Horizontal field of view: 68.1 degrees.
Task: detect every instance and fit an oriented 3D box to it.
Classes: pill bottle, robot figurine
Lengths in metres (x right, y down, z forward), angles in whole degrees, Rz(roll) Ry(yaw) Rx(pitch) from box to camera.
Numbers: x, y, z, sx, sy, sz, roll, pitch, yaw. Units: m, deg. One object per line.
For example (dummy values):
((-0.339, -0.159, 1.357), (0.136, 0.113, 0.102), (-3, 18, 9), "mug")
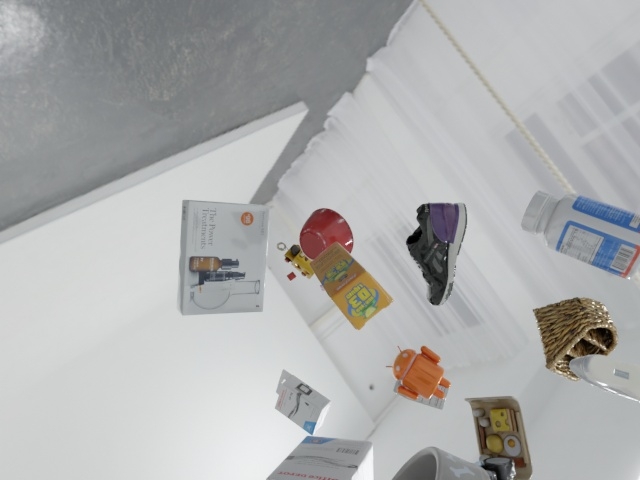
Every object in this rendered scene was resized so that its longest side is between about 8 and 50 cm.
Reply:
((0.528, -0.022, 0.944), (0.124, 0.221, 0.124), (-37, 142, -36), "pill bottle")
((0.342, 0.465, 1.651), (0.128, 0.219, 0.158), (-39, 155, -53), "robot figurine")

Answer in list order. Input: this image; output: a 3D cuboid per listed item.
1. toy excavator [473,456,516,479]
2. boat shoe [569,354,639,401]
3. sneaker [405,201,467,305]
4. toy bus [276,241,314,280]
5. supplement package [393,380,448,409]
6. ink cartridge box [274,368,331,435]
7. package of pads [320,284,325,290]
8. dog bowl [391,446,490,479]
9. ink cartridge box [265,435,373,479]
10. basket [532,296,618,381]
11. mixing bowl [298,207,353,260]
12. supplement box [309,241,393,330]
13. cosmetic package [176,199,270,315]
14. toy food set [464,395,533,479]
((0.507, 0.904, 1.724), (0.445, 0.223, 0.432), (-18, 164, 41), "toy excavator")
((0.553, 0.260, 0.888), (0.063, 0.184, 0.066), (146, -42, -70), "boat shoe")
((0.265, 0.031, 1.154), (0.124, 0.284, 0.107), (4, -150, 2), "sneaker")
((-0.083, 0.077, 2.146), (0.202, 0.191, 0.104), (-3, 161, -17), "toy bus")
((0.400, 0.587, 1.881), (0.105, 0.179, 0.105), (-2, -113, 68), "supplement package")
((-0.069, 0.479, 1.412), (0.060, 0.180, 0.104), (-24, 136, -56), "ink cartridge box")
((0.041, 0.189, 1.996), (0.050, 0.032, 0.083), (-31, -168, -34), "package of pads")
((0.179, 0.556, 0.902), (0.349, 0.102, 0.349), (-53, 174, -8), "dog bowl")
((0.010, 0.874, 1.728), (0.285, 0.167, 0.395), (-3, 178, 20), "ink cartridge box")
((0.917, 0.349, 1.653), (0.213, 0.223, 0.299), (-26, 141, 36), "basket")
((0.000, 0.000, 1.457), (0.098, 0.181, 0.181), (-30, 173, -46), "mixing bowl")
((0.046, 0.072, 0.840), (0.078, 0.080, 0.233), (-39, -163, -1), "supplement box")
((-0.329, 0.058, 1.617), (0.284, 0.378, 0.097), (1, -174, -30), "cosmetic package")
((0.692, 0.779, 1.875), (0.092, 0.306, 0.219), (12, 155, -40), "toy food set")
